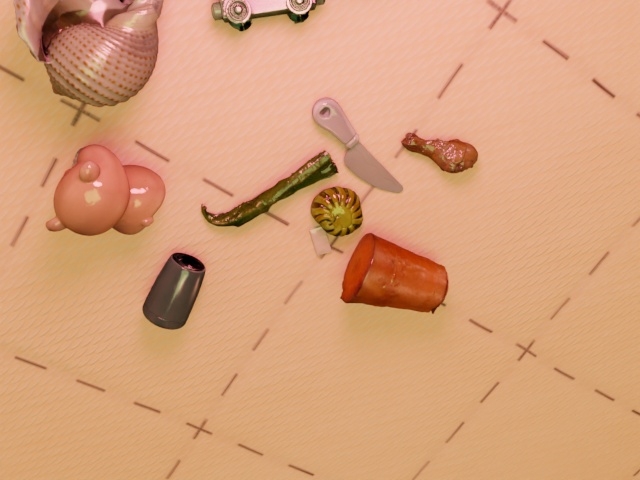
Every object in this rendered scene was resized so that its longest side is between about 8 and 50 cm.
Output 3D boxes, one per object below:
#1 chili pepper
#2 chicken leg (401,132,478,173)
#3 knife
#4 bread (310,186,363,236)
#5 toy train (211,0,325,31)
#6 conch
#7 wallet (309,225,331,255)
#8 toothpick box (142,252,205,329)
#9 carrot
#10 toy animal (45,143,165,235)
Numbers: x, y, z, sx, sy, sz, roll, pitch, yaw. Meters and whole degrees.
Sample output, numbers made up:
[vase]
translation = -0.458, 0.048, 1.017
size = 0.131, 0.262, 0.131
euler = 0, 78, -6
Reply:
[chili pepper]
translation = -0.126, -0.117, 1.644
size = 0.359, 0.076, 0.085
euler = -25, 142, 5
[chicken leg]
translation = 0.296, -0.221, 1.650
size = 0.198, 0.069, 0.085
euler = 16, 112, -7
[knife]
translation = 0.089, -0.217, 1.642
size = 0.080, 0.044, 0.331
euler = -37, 119, 10
[bread]
translation = 0.045, -0.071, 1.687
size = 0.130, 0.071, 0.139
euler = -23, 117, -1
[toy train]
translation = -0.117, -0.545, 1.424
size = 0.248, 0.101, 0.159
euler = -9, 101, -4
[conch]
translation = -0.465, -0.447, 1.358
size = 0.303, 0.215, 0.319
euler = 41, 73, -29
[wallet]
translation = 0.000, 0.000, 1.747
size = 0.044, 0.011, 0.083
euler = -16, 117, 0
[toothpick box]
translation = -0.371, 0.126, 1.701
size = 0.120, 0.120, 0.184
euler = 23, 108, -18
[carrot]
translation = 0.203, 0.108, 1.732
size = 0.254, 0.196, 0.196
euler = 19, 112, -16
[toy animal]
translation = -0.484, -0.097, 1.514
size = 0.221, 0.229, 0.210
euler = 31, 114, -22
